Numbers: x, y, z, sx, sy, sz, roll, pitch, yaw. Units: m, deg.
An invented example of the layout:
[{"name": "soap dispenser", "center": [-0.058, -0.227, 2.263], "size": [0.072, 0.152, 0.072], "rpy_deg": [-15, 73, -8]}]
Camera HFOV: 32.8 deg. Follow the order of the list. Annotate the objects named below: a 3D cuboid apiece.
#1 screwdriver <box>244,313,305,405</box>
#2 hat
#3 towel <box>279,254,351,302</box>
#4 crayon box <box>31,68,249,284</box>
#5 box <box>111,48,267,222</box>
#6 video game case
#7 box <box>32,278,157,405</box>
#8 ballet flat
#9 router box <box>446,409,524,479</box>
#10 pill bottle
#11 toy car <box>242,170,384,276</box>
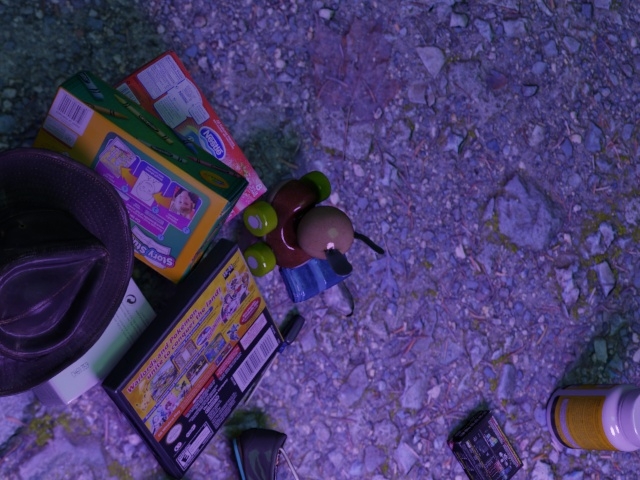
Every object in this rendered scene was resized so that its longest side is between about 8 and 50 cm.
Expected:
[{"name": "screwdriver", "center": [-0.072, 0.188, 1.708], "size": [0.024, 0.025, 0.170], "rpy_deg": [40, 64, -19]}, {"name": "hat", "center": [-0.346, 0.046, 1.323], "size": [0.331, 0.134, 0.331], "rpy_deg": [-7, 101, -38]}, {"name": "towel", "center": [-0.006, 0.051, 1.764], "size": [0.119, 0.029, 0.067], "rpy_deg": [-26, 97, -31]}, {"name": "crayon box", "center": [-0.261, -0.086, 1.505], "size": [0.278, 0.165, 0.081], "rpy_deg": [35, 32, -1]}, {"name": "box", "center": [-0.216, -0.134, 1.614], "size": [0.128, 0.123, 0.257], "rpy_deg": [-41, 104, -27]}, {"name": "video game case", "center": [-0.173, 0.173, 1.568], "size": [0.275, 0.035, 0.248], "rpy_deg": [-52, 144, -25]}, {"name": "box", "center": [-0.346, 0.106, 1.505], "size": [0.182, 0.119, 0.181], "rpy_deg": [-38, 102, -29]}, {"name": "ballet flat", "center": [-0.064, 0.418, 1.628], "size": [0.096, 0.095, 0.280], "rpy_deg": [-9, 88, 0]}, {"name": "router box", "center": [0.286, 0.369, 1.882], "size": [0.092, 0.038, 0.122], "rpy_deg": [-37, 102, -29]}, {"name": "pill bottle", "center": [0.510, 0.312, 1.922], "size": [0.119, 0.208, 0.119], "rpy_deg": [5, 80, -29]}, {"name": "toy car", "center": [0.000, 0.000, 1.659], "size": [0.155, 0.188, 0.149], "rpy_deg": [-32, 138, -40]}]
